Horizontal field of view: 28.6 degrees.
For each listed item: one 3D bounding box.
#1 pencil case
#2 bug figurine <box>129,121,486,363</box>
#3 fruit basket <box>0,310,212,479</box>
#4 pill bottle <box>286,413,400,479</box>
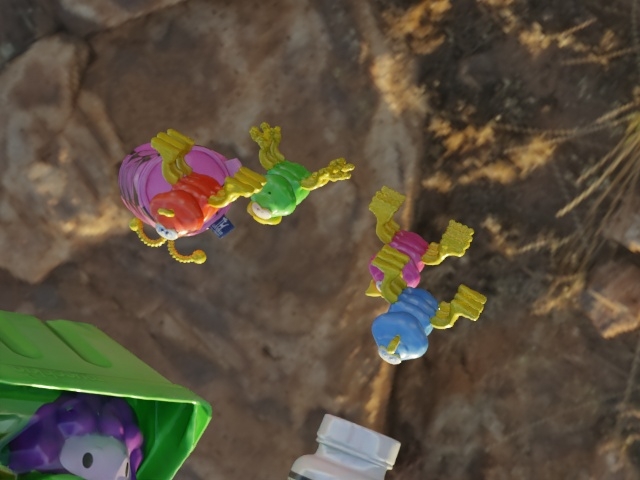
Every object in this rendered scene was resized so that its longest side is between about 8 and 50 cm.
[{"bbox_3d":[-0.139,-0.055,1.217,0.095,0.098,0.209,60,169,-15],"label":"pencil case"},{"bbox_3d":[0.000,0.000,0.982,0.279,0.216,0.072,29,115,11],"label":"bug figurine"},{"bbox_3d":[-0.270,0.243,1.059,0.392,0.392,0.283,37,107,9],"label":"fruit basket"},{"bbox_3d":[0.011,0.268,1.225,0.108,0.180,0.108,21,172,3],"label":"pill bottle"}]
